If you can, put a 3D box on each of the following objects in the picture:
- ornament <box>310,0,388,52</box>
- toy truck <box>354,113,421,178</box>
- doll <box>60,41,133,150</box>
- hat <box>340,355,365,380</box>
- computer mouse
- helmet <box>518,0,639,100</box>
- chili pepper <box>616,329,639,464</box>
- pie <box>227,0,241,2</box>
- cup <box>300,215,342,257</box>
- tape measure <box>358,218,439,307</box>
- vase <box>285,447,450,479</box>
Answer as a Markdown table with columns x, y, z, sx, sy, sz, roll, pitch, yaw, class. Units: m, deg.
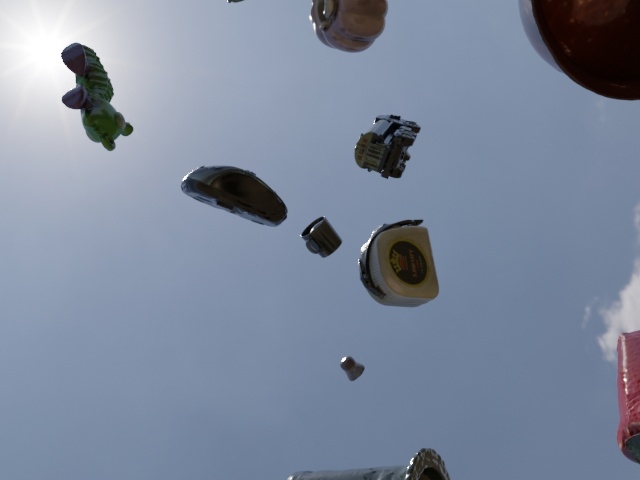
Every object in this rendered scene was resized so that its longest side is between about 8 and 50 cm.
| x | y | z | sx | sy | sz | roll | pitch | yaw | class |
| --- | --- | --- | --- | --- | --- | --- | --- | --- | --- |
| 0.056 | -0.509 | 1.351 | 0.178 | 0.178 | 0.177 | -7 | -79 | -36 | ornament |
| 0.110 | -0.159 | 1.016 | 0.201 | 0.088 | 0.074 | -55 | -17 | -64 | toy truck |
| -0.281 | -0.184 | 0.765 | 0.050 | 0.190 | 0.115 | -24 | -32 | 2 | doll |
| 0.086 | 0.360 | 1.734 | 0.058 | 0.087 | 0.042 | -44 | -62 | -1 | hat |
| -0.176 | -0.103 | 1.288 | 0.233 | 0.137 | 0.096 | 20 | -93 | -23 | computer mouse |
| 0.443 | -0.393 | 0.950 | 0.338 | 0.230 | 0.384 | 25 | -88 | -11 | helmet |
| 0.493 | 0.261 | 0.868 | 0.338 | 0.131 | 0.134 | -46 | -57 | -53 | chili pepper |
| -0.184 | -0.582 | 1.429 | 0.084 | 0.084 | 0.019 | -41 | -50 | -25 | pie |
| 0.000 | 0.000 | 1.484 | 0.077 | 0.078 | 0.100 | 49 | -136 | -15 | cup |
| 0.212 | 0.055 | 1.775 | 0.232 | 0.133 | 0.270 | 8 | -114 | -29 | tape measure |
| 0.075 | 0.503 | 1.103 | 0.245 | 0.291 | 0.244 | 30 | -125 | -55 | vase |
